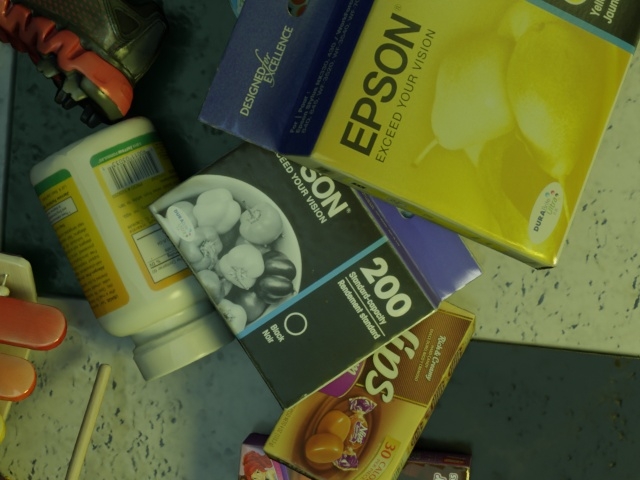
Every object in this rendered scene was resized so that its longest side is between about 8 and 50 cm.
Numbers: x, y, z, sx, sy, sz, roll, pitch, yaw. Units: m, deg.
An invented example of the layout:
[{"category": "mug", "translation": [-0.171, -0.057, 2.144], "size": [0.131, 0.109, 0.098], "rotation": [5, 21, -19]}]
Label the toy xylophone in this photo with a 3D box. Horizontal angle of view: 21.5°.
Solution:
[{"category": "toy xylophone", "translation": [-0.312, 0.155, 1.438], "size": [0.236, 0.081, 0.322], "rotation": [3, 62, 6]}]

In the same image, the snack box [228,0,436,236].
[{"category": "snack box", "translation": [0.044, -0.163, 1.442], "size": [0.187, 0.060, 0.322], "rotation": [-25, 91, 8]}]

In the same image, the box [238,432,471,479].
[{"category": "box", "translation": [0.020, 0.325, 1.482], "size": [0.201, 0.057, 0.293], "rotation": [5, 95, 7]}]

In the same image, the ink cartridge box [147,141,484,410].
[{"category": "ink cartridge box", "translation": [0.000, 0.000, 1.389], "size": [0.208, 0.045, 0.206], "rotation": [-34, 93, -4]}]

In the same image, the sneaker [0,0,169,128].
[{"category": "sneaker", "translation": [-0.242, -0.222, 1.455], "size": [0.276, 0.097, 0.135], "rotation": [38, 78, 14]}]

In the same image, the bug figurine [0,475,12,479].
[{"category": "bug figurine", "translation": [-0.333, 0.303, 1.443], "size": [0.216, 0.072, 0.279], "rotation": [-25, 52, -6]}]

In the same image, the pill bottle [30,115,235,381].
[{"category": "pill bottle", "translation": [-0.155, 0.010, 1.448], "size": [0.118, 0.117, 0.208], "rotation": [-26, 91, 7]}]

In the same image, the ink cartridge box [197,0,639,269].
[{"category": "ink cartridge box", "translation": [0.101, -0.174, 1.359], "size": [0.307, 0.072, 0.303], "rotation": [23, 82, -14]}]

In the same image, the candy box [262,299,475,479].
[{"category": "candy box", "translation": [0.044, 0.124, 1.433], "size": [0.109, 0.053, 0.186], "rotation": [27, 78, 12]}]
